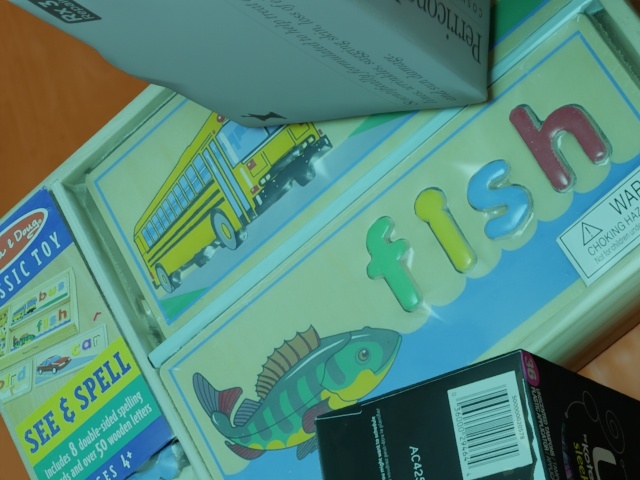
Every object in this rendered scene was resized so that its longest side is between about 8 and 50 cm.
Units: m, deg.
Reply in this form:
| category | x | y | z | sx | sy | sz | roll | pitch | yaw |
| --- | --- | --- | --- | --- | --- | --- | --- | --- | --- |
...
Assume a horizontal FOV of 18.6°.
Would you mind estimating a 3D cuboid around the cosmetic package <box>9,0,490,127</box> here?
| category | x | y | z | sx | sy | sz | roll | pitch | yaw |
| --- | --- | --- | --- | --- | --- | --- | --- | --- | --- |
| cosmetic package | -0.020 | -0.266 | 0.933 | 0.156 | 0.217 | 0.385 | -6 | 75 | 31 |

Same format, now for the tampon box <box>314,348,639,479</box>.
| category | x | y | z | sx | sy | sz | roll | pitch | yaw |
| --- | --- | --- | --- | --- | --- | --- | --- | --- | --- |
| tampon box | 0.087 | 0.129 | 0.846 | 0.101 | 0.161 | 0.120 | -20 | 68 | 26 |

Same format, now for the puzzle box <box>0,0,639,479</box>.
| category | x | y | z | sx | sy | sz | roll | pitch | yaw |
| --- | --- | --- | --- | --- | --- | --- | --- | --- | --- |
| puzzle box | 0.000 | 0.000 | 1.004 | 0.409 | 0.052 | 0.272 | -41 | 58 | 17 |
